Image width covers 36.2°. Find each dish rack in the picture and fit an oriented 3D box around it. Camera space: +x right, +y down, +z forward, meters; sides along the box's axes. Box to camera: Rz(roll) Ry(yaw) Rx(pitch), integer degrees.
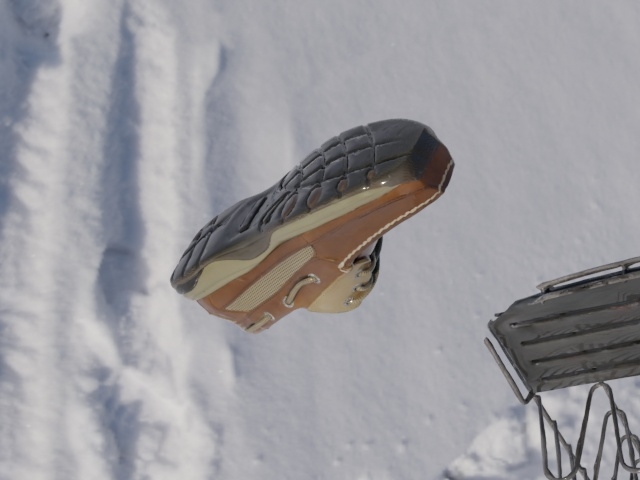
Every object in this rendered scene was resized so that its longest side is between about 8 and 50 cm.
[{"bbox_3d":[0.208,0.111,0.473,0.272,0.208,0.074,55,33,-32],"label":"dish rack"}]

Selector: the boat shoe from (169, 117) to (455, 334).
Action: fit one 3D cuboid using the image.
[{"bbox_3d":[0.000,0.000,0.869,0.120,0.324,0.123,45,49,-17],"label":"boat shoe"}]
